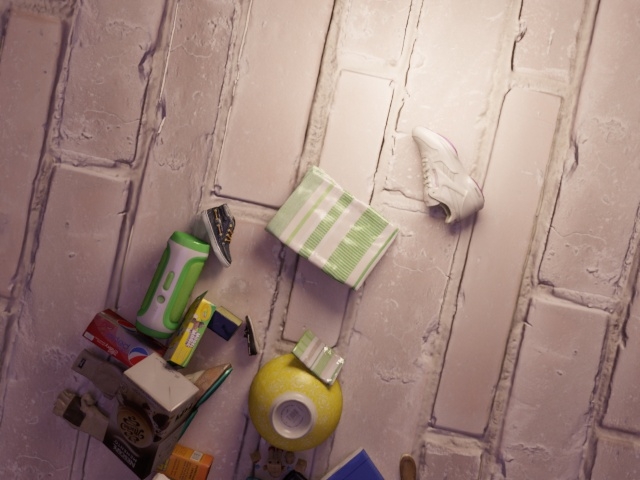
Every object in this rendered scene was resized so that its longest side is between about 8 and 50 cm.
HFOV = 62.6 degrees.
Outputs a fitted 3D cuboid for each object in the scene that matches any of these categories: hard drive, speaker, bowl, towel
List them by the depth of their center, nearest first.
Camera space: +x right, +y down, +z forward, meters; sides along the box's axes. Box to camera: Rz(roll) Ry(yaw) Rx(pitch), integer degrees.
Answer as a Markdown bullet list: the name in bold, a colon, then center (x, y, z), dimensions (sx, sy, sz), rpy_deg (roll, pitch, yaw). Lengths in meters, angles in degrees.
- **bowl**: center (-0.075, 0.487, 1.521), dimensions (0.289, 0.156, 0.289), rpy_deg (0, 92, 0)
- **speaker**: center (-0.428, 0.129, 1.528), dimensions (0.131, 0.131, 0.296), rpy_deg (23, 92, 0)
- **towel**: center (0.040, -0.035, 1.533), dimensions (0.325, 0.038, 0.248), rpy_deg (36, 79, 0)
- **towel**: center (-0.003, 0.340, 1.541), dimensions (0.152, 0.113, 0.023), rpy_deg (42, 126, -1)
- **hard drive**: center (0.132, 0.811, 1.561), dimensions (0.210, 0.040, 0.319), rpy_deg (-34, 91, -14)

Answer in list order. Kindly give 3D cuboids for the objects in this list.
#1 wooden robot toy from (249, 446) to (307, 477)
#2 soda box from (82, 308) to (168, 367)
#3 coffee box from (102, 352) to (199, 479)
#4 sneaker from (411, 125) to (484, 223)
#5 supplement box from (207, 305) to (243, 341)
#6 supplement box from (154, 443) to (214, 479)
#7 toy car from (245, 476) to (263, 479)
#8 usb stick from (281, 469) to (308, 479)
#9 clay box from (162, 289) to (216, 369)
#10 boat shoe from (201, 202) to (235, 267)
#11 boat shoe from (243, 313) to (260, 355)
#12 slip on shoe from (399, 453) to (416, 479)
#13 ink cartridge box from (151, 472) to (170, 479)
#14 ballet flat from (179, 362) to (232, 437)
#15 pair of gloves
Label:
- **wooden robot toy**: center (-0.126, 0.674, 1.581), dimensions (0.173, 0.076, 0.079), rpy_deg (2, 122, 3)
- **soda box**: center (-0.555, 0.311, 1.553), dimensions (0.263, 0.092, 0.083), rpy_deg (35, 90, -1)
- **coffee box**: center (-0.465, 0.479, 1.431), dimensions (0.168, 0.119, 0.297), rpy_deg (34, 119, 15)
- **sneaker**: center (0.338, -0.186, 1.509), dimensions (0.152, 0.114, 0.305), rpy_deg (-34, 91, 1)
- **supplement box**: center (-0.283, 0.244, 1.551), dimensions (0.083, 0.083, 0.056), rpy_deg (35, 92, 0)
- **supplement box**: center (-0.444, 0.656, 1.572), dimensions (0.233, 0.080, 0.078), rpy_deg (19, 90, 3)
- **toy car**: center (-0.129, 0.840, 1.521), dimensions (0.238, 0.210, 0.219), rpy_deg (22, 75, -15)
- **usb stick**: center (-0.004, 0.805, 1.585), dimensions (0.278, 0.045, 0.077), rpy_deg (43, 82, 0)
- **clay box**: center (-0.368, 0.254, 1.498), dimensions (0.053, 0.127, 0.222), rpy_deg (34, 61, -17)
- **boat shoe**: center (-0.281, -0.016, 1.551), dimensions (0.083, 0.065, 0.183), rpy_deg (-22, 91, 3)
- **boat shoe**: center (-0.211, 0.284, 1.572), dimensions (0.038, 0.046, 0.125), rpy_deg (-13, 100, -3)
- **slip on shoe**: center (0.262, 0.711, 1.578), dimensions (0.051, 0.041, 0.135), rpy_deg (3, 92, 1)
- **ink cartridge box**: center (-0.484, 0.809, 1.536), dimensions (0.160, 0.092, 0.219), rpy_deg (39, 115, 0)
- **ballet flat**: center (-0.390, 0.464, 1.554), dimensions (0.106, 0.107, 0.316), rpy_deg (38, 91, 7)
- **pair of gloves**: center (-0.677, 0.469, 1.587), dimensions (0.204, 0.042, 0.240), rpy_deg (26, 93, 1)
